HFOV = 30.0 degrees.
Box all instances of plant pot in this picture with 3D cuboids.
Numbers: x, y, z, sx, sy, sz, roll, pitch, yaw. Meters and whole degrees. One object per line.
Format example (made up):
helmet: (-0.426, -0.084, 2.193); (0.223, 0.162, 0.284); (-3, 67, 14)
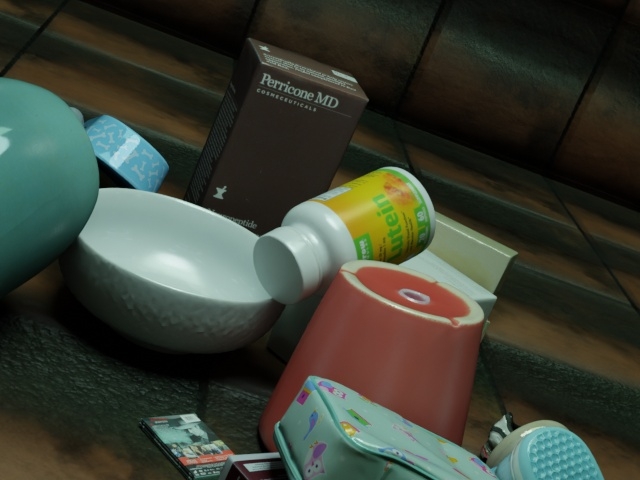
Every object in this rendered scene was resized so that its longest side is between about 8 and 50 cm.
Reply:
plant pot: (0.081, 0.172, 1.540); (0.274, 0.243, 0.275); (17, 15, -5)
plant pot: (-0.421, -0.070, 1.487); (0.293, 0.293, 0.235); (33, 41, 28)

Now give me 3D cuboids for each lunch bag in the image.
lunch bag: (0.088, 0.266, 1.318); (0.279, 0.108, 0.224); (31, 5, -21)

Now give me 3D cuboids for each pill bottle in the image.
pill bottle: (0.031, -0.002, 1.650); (0.245, 0.136, 0.136); (-26, 47, -37)

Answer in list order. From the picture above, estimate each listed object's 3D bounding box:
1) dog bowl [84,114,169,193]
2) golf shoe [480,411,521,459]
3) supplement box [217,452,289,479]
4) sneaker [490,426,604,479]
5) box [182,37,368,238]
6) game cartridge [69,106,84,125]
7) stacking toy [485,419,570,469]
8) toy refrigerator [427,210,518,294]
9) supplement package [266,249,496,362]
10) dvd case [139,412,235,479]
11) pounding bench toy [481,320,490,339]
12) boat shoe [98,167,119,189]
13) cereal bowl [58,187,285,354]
dog bowl: (-0.342, -0.134, 1.986); (0.166, 0.074, 0.297); (41, -13, -17)
golf shoe: (0.328, 0.316, 1.719); (0.186, 0.086, 0.067); (25, 17, 2)
supplement box: (-0.003, 0.331, 1.312); (0.130, 0.073, 0.239); (7, 24, -44)
sneaker: (0.276, 0.396, 1.404); (0.127, 0.208, 0.319); (-5, 66, -26)
box: (-0.091, -0.108, 1.926); (0.191, 0.381, 0.143); (16, 20, -20)
game cartridge: (-0.511, -0.129, 1.791); (0.297, 0.062, 0.198); (-8, 23, -1)
stacking toy: (0.341, 0.380, 1.506); (0.141, 0.141, 0.330); (10, 27, -33)
toy refrigerator: (0.230, 0.008, 2.276); (0.269, 0.094, 0.102); (28, 12, 13)
supplement package: (0.096, 0.123, 1.833); (0.175, 0.178, 0.293); (36, 22, 34)
dvd case: (-0.154, 0.251, 1.451); (0.087, 0.013, 0.119); (2, 29, -47)
pounding bench toy: (0.256, 0.143, 2.156); (0.083, 0.052, 0.065); (21, 19, -4)
boat shoe: (-0.461, -0.124, 1.963); (0.342, 0.123, 0.123); (22, 16, 10)
cereal bowl: (-0.217, 0.060, 1.698); (0.339, 0.141, 0.339); (21, 19, -8)
